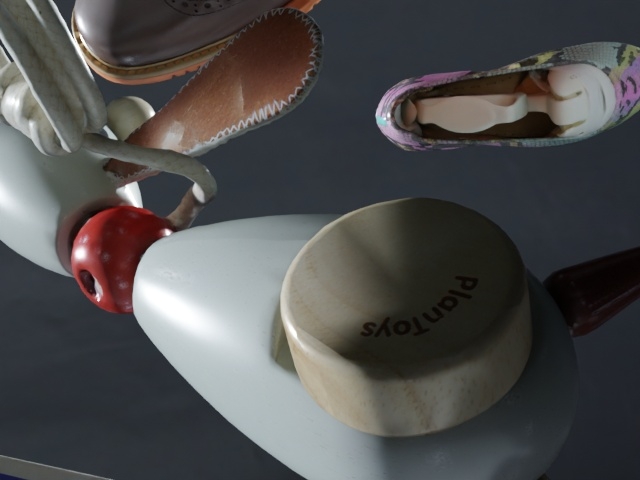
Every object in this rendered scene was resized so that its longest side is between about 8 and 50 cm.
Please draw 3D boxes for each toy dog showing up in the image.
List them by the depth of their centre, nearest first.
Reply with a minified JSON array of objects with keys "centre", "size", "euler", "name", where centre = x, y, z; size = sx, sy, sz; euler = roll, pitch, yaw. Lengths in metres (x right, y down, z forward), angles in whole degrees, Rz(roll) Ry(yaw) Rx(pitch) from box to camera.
[{"centre":[0.000,0.000,0.639],"size":[0.161,0.220,0.333],"euler":[-34,66,-26],"name":"toy dog"}]

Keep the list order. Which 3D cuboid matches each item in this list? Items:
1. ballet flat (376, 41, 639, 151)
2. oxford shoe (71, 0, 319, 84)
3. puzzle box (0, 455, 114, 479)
[{"centre":[0.153,-0.103,1.219],"size":[0.221,0.077,0.079],"euler":[-7,13,2],"name":"ballet flat"},{"centre":[-0.019,-0.236,0.934],"size":[0.363,0.130,0.133],"euler":[-41,-21,7],"name":"oxford shoe"},{"centre":[-0.236,0.323,0.948],"size":[0.272,0.052,0.409],"euler":[10,62,15],"name":"puzzle box"}]
